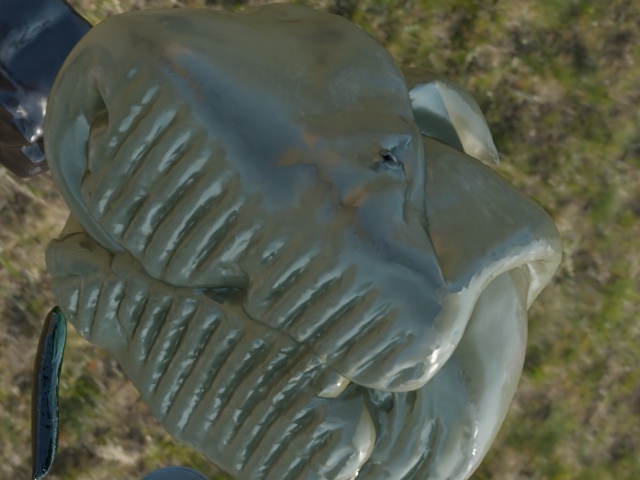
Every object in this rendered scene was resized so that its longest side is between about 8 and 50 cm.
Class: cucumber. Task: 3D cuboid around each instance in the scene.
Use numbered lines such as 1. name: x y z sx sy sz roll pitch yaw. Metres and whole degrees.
1. cucumber: -0.289 0.160 1.459 0.033 0.036 0.184 4 90 -44

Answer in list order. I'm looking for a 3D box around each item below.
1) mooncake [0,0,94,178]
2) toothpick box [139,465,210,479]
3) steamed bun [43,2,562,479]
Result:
1. mooncake: -0.358 -0.190 1.437 0.141 0.283 0.283 -54 138 -24
2. toothpick box: -0.149 0.302 1.435 0.101 0.101 0.153 -35 160 -19
3. steamed bun: 0.000 0.000 0.957 0.255 0.367 0.342 -38 168 -39
